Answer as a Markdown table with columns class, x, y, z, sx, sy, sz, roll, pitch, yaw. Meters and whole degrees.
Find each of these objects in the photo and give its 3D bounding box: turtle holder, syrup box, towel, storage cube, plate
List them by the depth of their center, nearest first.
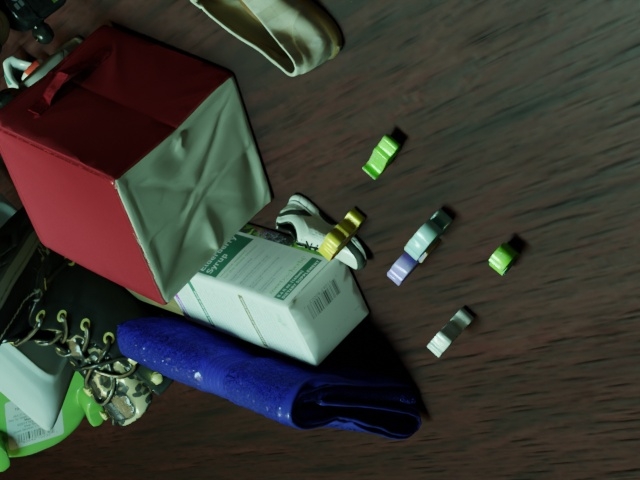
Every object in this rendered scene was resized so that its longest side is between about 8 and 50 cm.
| class | x | y | z | sx | sy | sz | roll | pitch | yaw |
| --- | --- | --- | --- | --- | --- | --- | --- | --- | --- |
| storage cube | -0.193 | -0.080 | 1.711 | 0.193 | 0.183 | 0.215 | 24 | 146 | 35 |
| syrup box | -0.069 | 0.051 | 1.818 | 0.237 | 0.093 | 0.096 | 17 | 143 | 45 |
| towel | -0.059 | 0.146 | 1.867 | 0.308 | 0.076 | 0.228 | 16 | -179 | 42 |
| plate | -0.402 | 0.068 | 2.155 | 0.045 | 0.278 | 0.277 | -32 | 115 | 30 |
| turtle holder | -0.475 | 0.158 | 2.417 | 0.227 | 0.243 | 0.320 | 42 | 169 | 50 |

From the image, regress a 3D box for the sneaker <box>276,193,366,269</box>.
| class | x | y | z | sx | sy | sz | roll | pitch | yaw |
| --- | --- | --- | --- | --- | --- | --- | --- | --- | --- |
| sneaker | 0.000 | 0.000 | 1.702 | 0.109 | 0.044 | 0.040 | 36 | 151 | 15 |

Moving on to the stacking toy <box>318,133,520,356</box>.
| class | x | y | z | sx | sy | sz | roll | pitch | yaw |
| --- | --- | --- | --- | --- | --- | --- | --- | --- | --- |
| stacking toy | 0.090 | 0.010 | 1.571 | 0.167 | 0.052 | 0.221 | 41 | 153 | 8 |

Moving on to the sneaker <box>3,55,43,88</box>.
| class | x | y | z | sx | sy | sz | roll | pitch | yaw |
| --- | --- | --- | --- | --- | --- | --- | --- | --- | --- |
| sneaker | -0.315 | -0.168 | 1.905 | 0.161 | 0.057 | 0.075 | 29 | 155 | 36 |

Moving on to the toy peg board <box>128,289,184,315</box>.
| class | x | y | z | sx | sy | sz | roll | pitch | yaw |
| --- | --- | --- | --- | --- | --- | --- | --- | --- | --- |
| toy peg board | -0.207 | 0.015 | 2.015 | 0.161 | 0.079 | 0.160 | 16 | 157 | 48 |

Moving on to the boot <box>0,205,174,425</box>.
| class | x | y | z | sx | sy | sz | roll | pitch | yaw |
| --- | --- | --- | --- | --- | --- | --- | --- | --- | --- |
| boot | -0.320 | 0.120 | 2.055 | 0.138 | 0.377 | 0.284 | -34 | 108 | 22 |

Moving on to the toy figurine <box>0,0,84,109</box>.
| class | x | y | z | sx | sy | sz | roll | pitch | yaw |
| --- | --- | --- | --- | --- | --- | --- | --- | --- | --- |
| toy figurine | -0.365 | -0.235 | 1.779 | 0.213 | 0.148 | 0.209 | 33 | 152 | 23 |

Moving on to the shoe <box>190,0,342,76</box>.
| class | x | y | z | sx | sy | sz | roll | pitch | yaw |
| --- | --- | --- | --- | --- | --- | --- | --- | --- | --- |
| shoe | -0.078 | -0.228 | 1.466 | 0.219 | 0.058 | 0.076 | 40 | 154 | 10 |
